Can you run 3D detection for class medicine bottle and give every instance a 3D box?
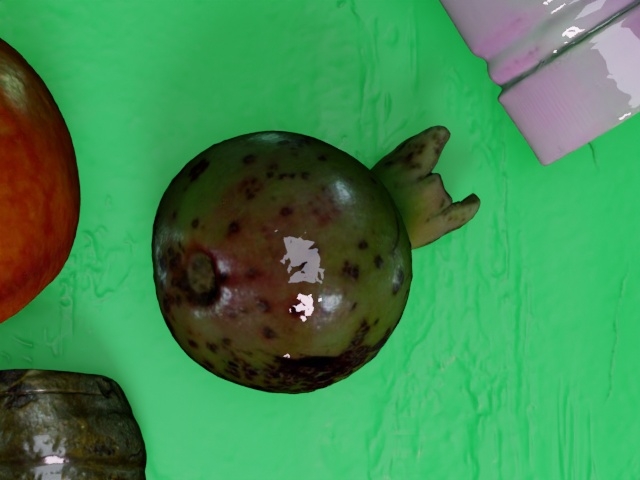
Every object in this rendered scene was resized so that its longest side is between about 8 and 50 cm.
[{"bbox_3d":[0.201,-0.255,1.573,0.212,0.212,0.325,-32,89,-7],"label":"medicine bottle"}]

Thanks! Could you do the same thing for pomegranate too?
[{"bbox_3d":[-0.016,-0.005,1.550,0.242,0.242,0.306,44,42,-1],"label":"pomegranate"}]

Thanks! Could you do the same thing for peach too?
[{"bbox_3d":[-0.333,-0.054,1.483,0.281,0.238,0.281,1,87,-32],"label":"peach"}]

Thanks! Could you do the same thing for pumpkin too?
[{"bbox_3d":[-0.278,0.179,1.533,0.248,0.126,0.131,-7,84,-6],"label":"pumpkin"}]
